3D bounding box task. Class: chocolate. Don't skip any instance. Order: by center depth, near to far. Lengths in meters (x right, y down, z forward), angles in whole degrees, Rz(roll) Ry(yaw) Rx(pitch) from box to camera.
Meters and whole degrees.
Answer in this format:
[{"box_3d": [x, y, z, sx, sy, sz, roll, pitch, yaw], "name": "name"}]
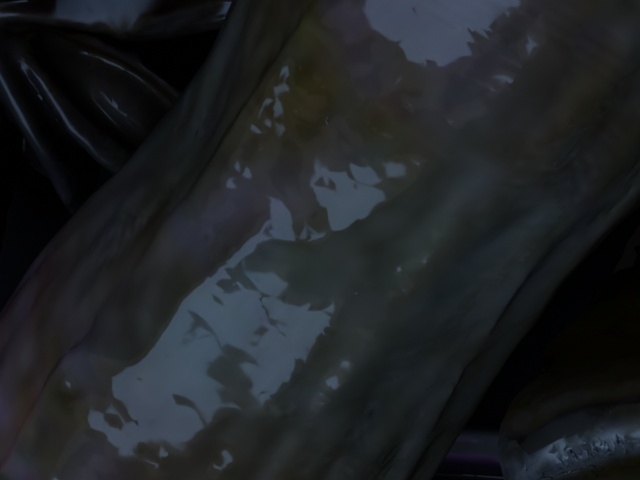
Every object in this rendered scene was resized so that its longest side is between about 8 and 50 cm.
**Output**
[{"box_3d": [0.000, 0.000, 0.463, 0.134, 0.134, 0.309, 39, 115, 10], "name": "chocolate"}]

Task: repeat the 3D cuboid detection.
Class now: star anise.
[{"box_3d": [-0.115, -0.078, 0.542, 0.231, 0.089, 0.209, 19, 101, 12], "name": "star anise"}]

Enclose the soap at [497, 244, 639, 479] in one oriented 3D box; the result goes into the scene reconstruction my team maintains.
[{"box_3d": [0.186, 0.020, 0.391, 0.258, 0.160, 0.080, -15, 100, 28], "name": "soap"}]
